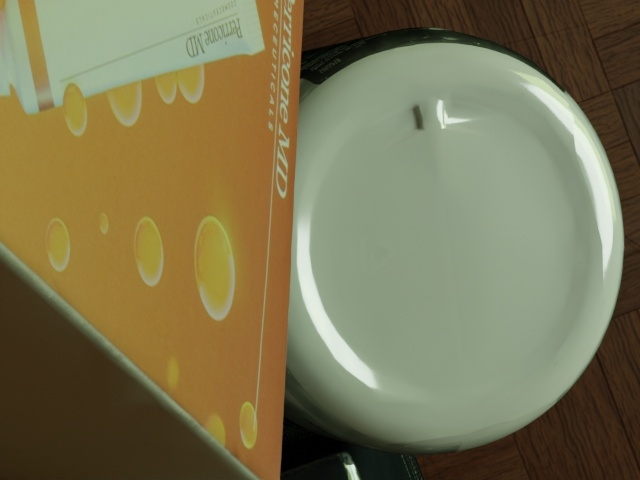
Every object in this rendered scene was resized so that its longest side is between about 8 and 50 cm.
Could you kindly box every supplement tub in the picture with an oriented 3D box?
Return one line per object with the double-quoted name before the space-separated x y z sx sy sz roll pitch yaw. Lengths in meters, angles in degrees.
"supplement tub" 0.000 0.000 0.983 0.193 0.193 0.316 69 -19 -8

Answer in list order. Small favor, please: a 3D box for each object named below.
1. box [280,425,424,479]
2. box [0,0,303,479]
"box" -0.017 0.262 1.107 0.395 0.212 0.293 -15 85 -86
"box" -0.141 -0.070 0.571 0.345 0.168 0.215 53 35 -58
